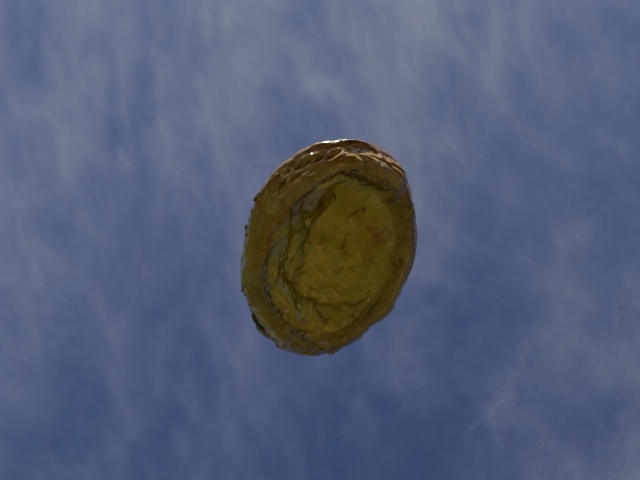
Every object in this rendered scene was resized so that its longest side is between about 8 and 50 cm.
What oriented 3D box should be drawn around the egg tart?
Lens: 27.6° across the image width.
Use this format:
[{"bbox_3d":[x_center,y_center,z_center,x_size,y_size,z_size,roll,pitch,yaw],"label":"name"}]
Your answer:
[{"bbox_3d":[0.000,0.000,1.079,0.074,0.191,0.191,33,-84,47],"label":"egg tart"}]
